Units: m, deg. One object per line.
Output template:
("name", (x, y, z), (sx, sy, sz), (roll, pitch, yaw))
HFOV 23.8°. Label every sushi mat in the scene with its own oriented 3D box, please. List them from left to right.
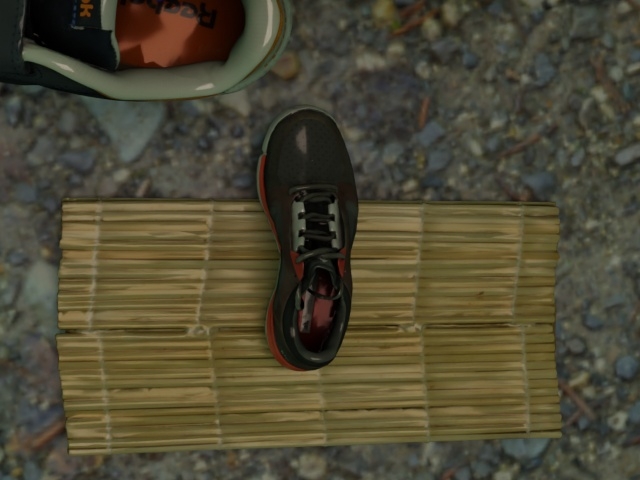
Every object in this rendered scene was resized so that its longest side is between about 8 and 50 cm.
("sushi mat", (-0.001, 0.050, 0.921), (0.316, 0.019, 0.151), (0, 94, -14))

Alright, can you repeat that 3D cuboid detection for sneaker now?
("sneaker", (-0.170, -0.144, 0.812), (0.321, 0.127, 0.126), (4, 95, -12))
("sneaker", (0.000, 0.000, 0.875), (0.061, 0.065, 0.158), (-4, 94, -14))
